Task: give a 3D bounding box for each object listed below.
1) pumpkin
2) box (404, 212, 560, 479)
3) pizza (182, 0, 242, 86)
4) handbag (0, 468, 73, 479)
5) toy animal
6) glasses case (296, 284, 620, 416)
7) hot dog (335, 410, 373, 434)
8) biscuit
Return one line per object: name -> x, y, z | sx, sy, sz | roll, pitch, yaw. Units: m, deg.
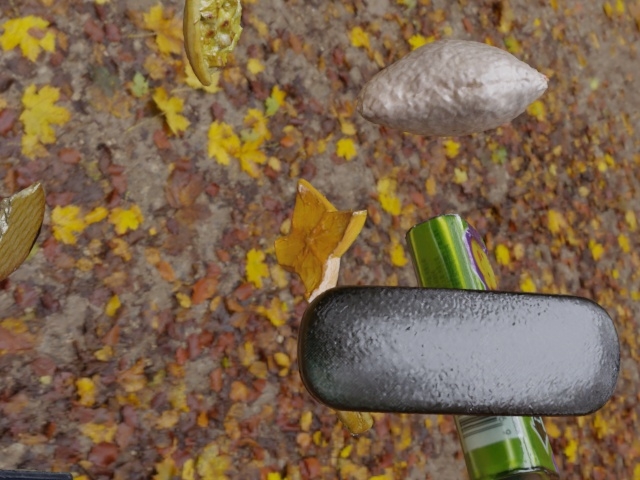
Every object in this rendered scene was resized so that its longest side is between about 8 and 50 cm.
pumpkin -> -0.020, 0.009, 1.892 | 0.095, 0.258, 0.290 | 23, 93, -49
box -> 0.197, 0.142, 0.915 | 0.134, 0.097, 0.345 | 34, 37, -51
pizza -> -0.129, -0.267, 0.885 | 0.036, 0.160, 0.099 | 32, 51, 21
handbag -> -0.578, 0.377, 1.062 | 0.329, 0.303, 0.121 | 39, 47, -45
toy animal -> 0.257, -0.295, 1.409 | 0.226, 0.359, 0.188 | -42, 131, -75
glasses case -> 0.137, 0.108, 0.708 | 0.321, 0.082, 0.122 | 3, 84, -8
hot dog -> 0.054, 0.362, 1.720 | 0.083, 0.068, 0.289 | -28, 126, -5
biscuit -> -0.642, -0.009, 1.480 | 0.228, 0.031, 0.176 | -58, 161, -44
